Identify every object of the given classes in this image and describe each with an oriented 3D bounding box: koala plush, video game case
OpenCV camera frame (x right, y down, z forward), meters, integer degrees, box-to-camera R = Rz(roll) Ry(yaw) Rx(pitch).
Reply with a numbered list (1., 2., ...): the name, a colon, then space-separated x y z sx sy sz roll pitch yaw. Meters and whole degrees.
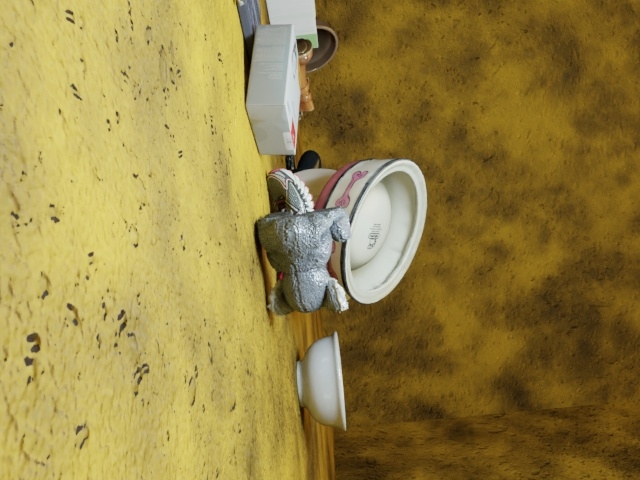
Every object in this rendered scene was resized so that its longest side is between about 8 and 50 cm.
1. koala plush: -0.038 0.053 1.183 0.203 0.196 0.221 -35 120 -75
2. video game case: -0.168 -0.556 1.353 0.196 0.026 0.274 82 4 -54

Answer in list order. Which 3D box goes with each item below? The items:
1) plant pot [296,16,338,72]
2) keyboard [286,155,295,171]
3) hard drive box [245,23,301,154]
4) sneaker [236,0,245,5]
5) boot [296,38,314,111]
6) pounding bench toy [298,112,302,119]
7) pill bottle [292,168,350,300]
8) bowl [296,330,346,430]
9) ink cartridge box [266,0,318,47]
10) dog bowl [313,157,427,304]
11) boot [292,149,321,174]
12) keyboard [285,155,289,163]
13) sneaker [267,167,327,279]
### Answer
1. plant pot: -0.079 -0.929 2.559 0.263 0.263 0.229 81 -13 -62
2. keyboard: -0.123 -0.369 2.181 0.201 0.033 0.317 -94 177 -77
3. hard drive box: -0.102 -0.339 1.290 0.181 0.089 0.232 80 12 -65
4. sneaker: -0.156 -0.542 1.176 0.047 0.057 0.119 85 0 -73
5. boot: -0.074 -0.505 1.781 0.283 0.109 0.220 26 -39 57
6. pounding bench toy: -0.114 -0.515 2.305 0.052 0.065 0.083 45 -24 35
7. pill bottle: 0.000 0.000 1.734 0.224 0.224 0.392 -94 177 -55
8. bowl: 0.000 0.433 1.733 0.298 0.134 0.297 -6 90 -89
9. ink cartridge box: -0.101 -0.806 2.043 0.235 0.171 0.056 83 2 -51
10. dog bowl: 0.129 -0.040 1.561 0.408 0.150 0.408 -31 130 -44
11. boot: -0.058 -0.231 2.053 0.207 0.094 0.246 84 22 -83
12. keyboard: -0.128 -0.318 1.964 0.180 0.023 0.108 -74 152 -84
13. sneaker: -0.074 -0.035 1.419 0.121 0.112 0.299 -17 -90 55
